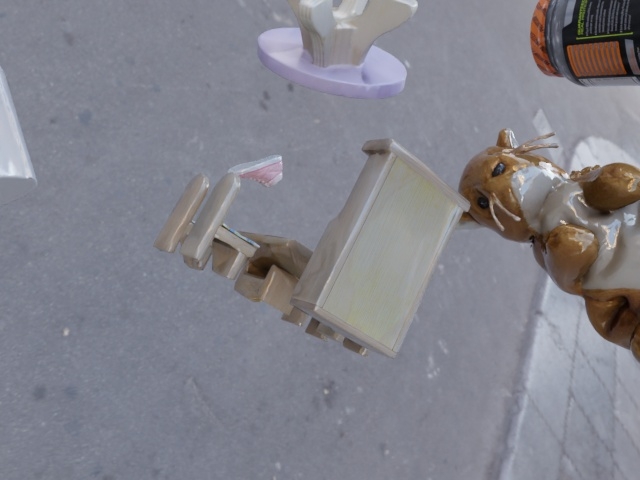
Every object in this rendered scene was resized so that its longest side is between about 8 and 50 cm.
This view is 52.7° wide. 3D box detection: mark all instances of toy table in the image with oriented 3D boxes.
[{"bbox_3d":[0.023,-0.359,1.083,0.274,0.161,0.252,15,42,8],"label":"toy table"}]

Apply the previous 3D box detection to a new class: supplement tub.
[{"bbox_3d":[0.516,-0.347,1.041,0.193,0.316,0.194,-10,106,-38],"label":"supplement tub"}]

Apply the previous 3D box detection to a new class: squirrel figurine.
[{"bbox_3d":[0.403,-0.017,1.034,0.370,0.281,0.397,26,6,20],"label":"squirrel figurine"}]

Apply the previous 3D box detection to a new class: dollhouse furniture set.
[{"bbox_3d":[0.000,0.000,1.037,0.362,0.394,0.257,34,77,-29],"label":"dollhouse furniture set"}]

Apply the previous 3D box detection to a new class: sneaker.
[{"bbox_3d":[-0.144,-0.147,1.482,0.134,0.051,0.070,-20,117,-27],"label":"sneaker"}]

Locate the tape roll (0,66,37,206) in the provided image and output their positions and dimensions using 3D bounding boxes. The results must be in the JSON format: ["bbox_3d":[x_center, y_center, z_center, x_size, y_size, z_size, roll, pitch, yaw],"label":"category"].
[{"bbox_3d":[-0.530,-0.127,0.868,0.246,0.246,0.169,-17,88,-55],"label":"tape roll"}]
